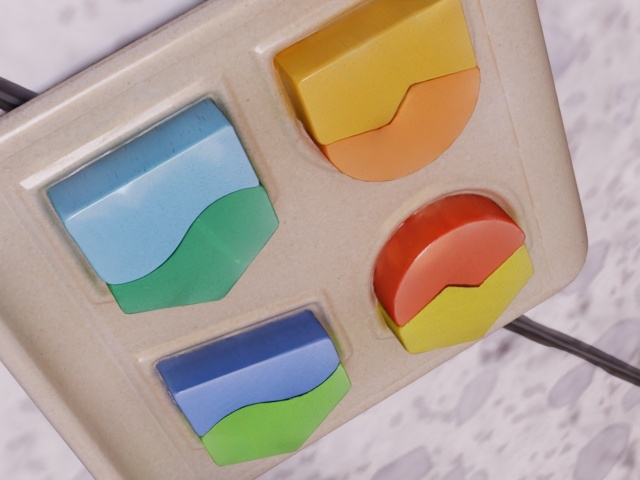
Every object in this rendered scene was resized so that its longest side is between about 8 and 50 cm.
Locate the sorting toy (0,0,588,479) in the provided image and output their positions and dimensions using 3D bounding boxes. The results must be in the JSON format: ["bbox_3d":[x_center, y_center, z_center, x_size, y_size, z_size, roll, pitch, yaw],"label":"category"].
[{"bbox_3d":[0.000,0.000,0.427,0.208,0.038,0.193,-34,136,-10],"label":"sorting toy"}]
